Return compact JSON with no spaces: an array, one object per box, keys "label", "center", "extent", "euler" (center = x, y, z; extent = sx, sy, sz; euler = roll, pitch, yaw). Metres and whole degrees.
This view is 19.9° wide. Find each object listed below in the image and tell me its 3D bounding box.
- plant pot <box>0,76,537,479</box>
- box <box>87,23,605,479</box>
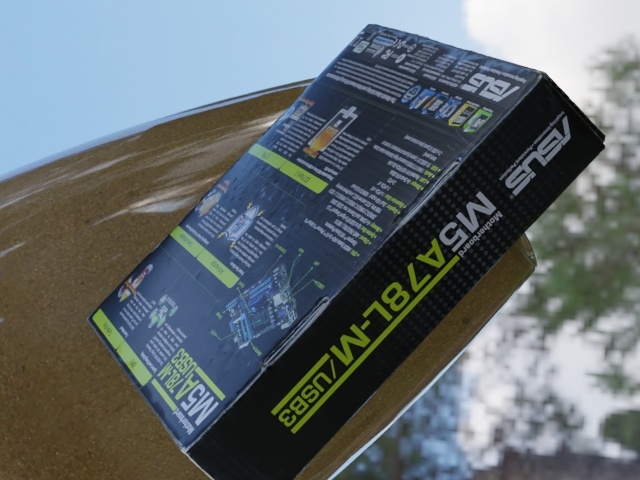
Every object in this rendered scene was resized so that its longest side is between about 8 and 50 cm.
[{"label":"plant pot","center":[-0.031,0.023,0.907],"extent":[0.237,0.254,0.237],"euler":[58,-171,-15]},{"label":"box","center":[0.000,0.000,0.715],"extent":[0.045,0.191,0.184],"euler":[43,-94,-21]}]
